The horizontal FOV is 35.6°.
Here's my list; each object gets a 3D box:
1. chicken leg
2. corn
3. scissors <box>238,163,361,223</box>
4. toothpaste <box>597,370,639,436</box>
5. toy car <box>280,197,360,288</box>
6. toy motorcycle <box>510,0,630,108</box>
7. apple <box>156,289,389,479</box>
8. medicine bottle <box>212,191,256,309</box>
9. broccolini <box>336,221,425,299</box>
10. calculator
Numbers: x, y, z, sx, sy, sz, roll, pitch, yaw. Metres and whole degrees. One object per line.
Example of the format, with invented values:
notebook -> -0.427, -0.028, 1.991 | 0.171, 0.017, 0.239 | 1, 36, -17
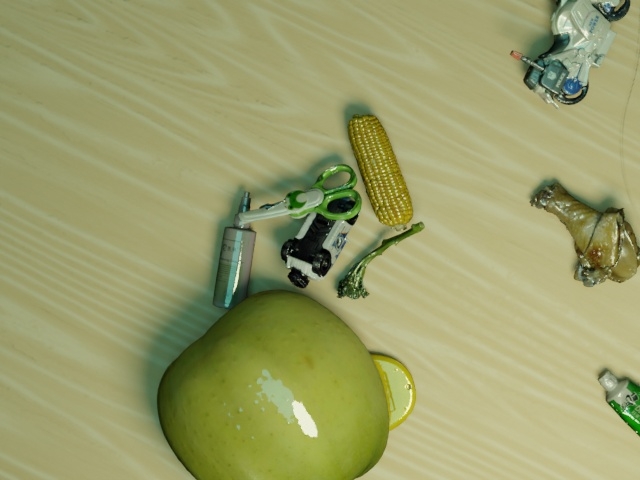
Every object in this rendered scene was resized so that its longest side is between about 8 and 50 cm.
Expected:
chicken leg -> 0.436, -0.017, 1.605 | 0.125, 0.080, 0.196 | -31, 87, 19
corn -> 0.099, -0.112, 1.645 | 0.068, 0.068, 0.207 | -21, 86, 6
scissors -> -0.035, -0.059, 1.630 | 0.204, 0.027, 0.101 | -16, 55, 8
toothpaste -> 0.546, 0.305, 1.613 | 0.248, 0.047, 0.078 | 44, 97, 2
toy car -> 0.000, 0.000, 1.644 | 0.080, 0.070, 0.171 | 20, 71, 27
toy motorcycle -> 0.393, -0.328, 1.595 | 0.150, 0.102, 0.221 | 25, 93, -7
apple -> -0.074, 0.287, 1.631 | 0.311, 0.320, 0.360 | -39, 87, -28
medicine bottle -> -0.139, 0.016, 1.679 | 0.057, 0.057, 0.199 | 10, 92, 6
broccolini -> 0.094, 0.025, 1.644 | 0.194, 0.054, 0.052 | -48, 44, 22
calculator -> 0.044, 0.268, 1.674 | 0.235, 0.032, 0.146 | -15, 89, 8
